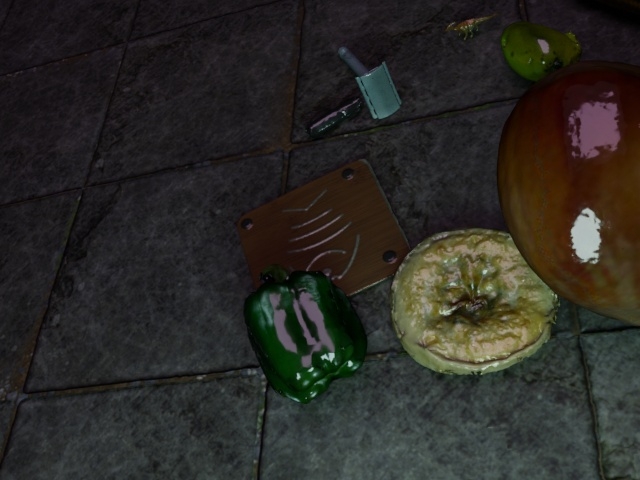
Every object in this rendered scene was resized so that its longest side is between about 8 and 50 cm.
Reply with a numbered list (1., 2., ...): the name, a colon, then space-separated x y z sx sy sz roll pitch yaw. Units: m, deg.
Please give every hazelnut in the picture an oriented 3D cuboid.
1. hazelnut: 0.413 -0.076 1.017 0.366 0.366 0.365 -12 52 15

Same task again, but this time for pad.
1. pad: 0.000 0.000 1.335 0.287 0.018 0.284 -26 50 6

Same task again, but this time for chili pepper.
1. chili pepper: -0.043 0.123 1.168 0.174 0.165 0.261 -34 57 7

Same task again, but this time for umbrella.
1. umbrella: 0.030 -0.250 1.494 0.133 0.031 0.036 -33 76 -3

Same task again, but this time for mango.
1. mango: 0.402 -0.353 1.367 0.119 0.100 0.178 -3 35 -24

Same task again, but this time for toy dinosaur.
1. toy dinosaur: 0.313 -0.438 1.503 0.113 0.041 0.026 -9 49 12

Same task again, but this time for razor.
1. razor: 0.086 -0.352 1.516 0.068 0.106 0.232 -29 41 1

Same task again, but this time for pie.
1. pie: 0.236 0.087 1.143 0.274 0.055 0.274 -12 53 16

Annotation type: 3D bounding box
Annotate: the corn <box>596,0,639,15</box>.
1. corn: 0.611 -0.469 1.342 0.131 0.131 0.344 -45 51 -12
